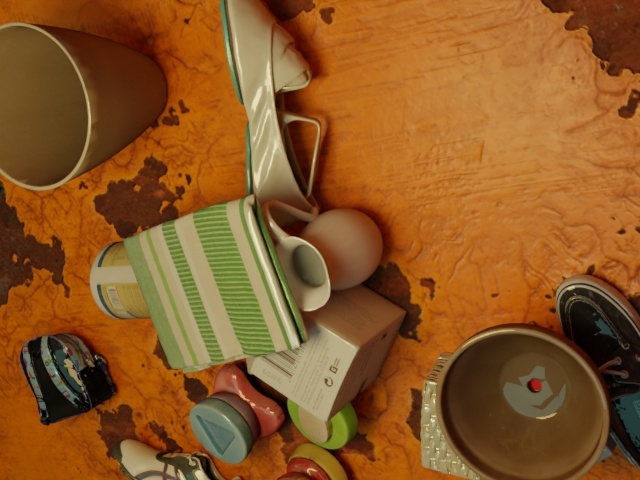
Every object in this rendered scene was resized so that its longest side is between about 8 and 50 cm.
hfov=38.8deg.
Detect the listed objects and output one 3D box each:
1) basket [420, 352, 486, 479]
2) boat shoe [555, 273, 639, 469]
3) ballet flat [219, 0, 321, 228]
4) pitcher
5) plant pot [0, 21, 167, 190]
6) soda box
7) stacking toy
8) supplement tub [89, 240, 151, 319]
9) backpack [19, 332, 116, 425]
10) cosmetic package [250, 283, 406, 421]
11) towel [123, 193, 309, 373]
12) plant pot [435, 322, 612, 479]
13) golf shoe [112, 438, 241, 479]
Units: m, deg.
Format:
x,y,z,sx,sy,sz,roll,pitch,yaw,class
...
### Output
x,y,z,sx,sy,sz,roll,pitch,yaw,class
0.220,0.275,1.420,0.113,0.103,0.167,8,108,26,basket
0.417,0.193,1.286,0.108,0.102,0.301,-24,93,32,boat shoe
-0.066,-0.211,1.432,0.139,0.139,0.400,4,111,28,ballet flat
0.000,0.000,1.396,0.125,0.207,0.177,-33,86,32,pitcher
-0.384,-0.235,1.497,0.257,0.274,0.256,9,109,27,plant pot
0.347,0.231,1.353,0.069,0.074,0.216,-42,83,31,soda box
-0.091,0.333,1.554,0.309,0.130,0.279,34,135,17,stacking toy
-0.291,0.068,1.615,0.200,0.144,0.144,-4,103,30,supplement tub
-0.509,0.261,1.811,0.158,0.117,0.173,-23,94,32,backpack
0.015,0.161,1.451,0.151,0.184,0.151,31,118,19,cosmetic package
-0.169,0.076,1.408,0.325,0.038,0.247,-18,94,45,towel
0.288,0.221,1.272,0.238,0.110,0.237,6,104,23,plant pot
-0.273,0.446,1.762,0.273,0.105,0.120,30,102,12,golf shoe
